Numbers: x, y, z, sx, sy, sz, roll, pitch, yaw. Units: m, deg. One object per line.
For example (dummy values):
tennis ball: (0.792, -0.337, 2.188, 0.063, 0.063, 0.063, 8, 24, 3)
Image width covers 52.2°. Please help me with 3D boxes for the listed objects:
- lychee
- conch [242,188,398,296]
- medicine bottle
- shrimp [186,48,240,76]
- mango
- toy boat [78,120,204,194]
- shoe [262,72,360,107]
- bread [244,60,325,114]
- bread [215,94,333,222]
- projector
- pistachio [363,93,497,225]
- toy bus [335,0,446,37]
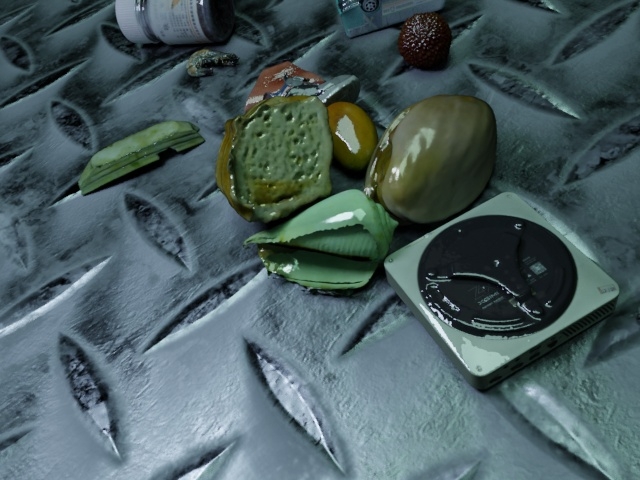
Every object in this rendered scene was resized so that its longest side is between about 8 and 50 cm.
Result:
lychee: (0.227, -0.433, 1.409, 0.123, 0.129, 0.123, 1, 81, -7)
conch: (0.010, 0.015, 1.084, 0.250, 0.143, 0.137, -31, 30, 10)
medicine bottle: (-0.376, -0.594, 1.698, 0.273, 0.165, 0.165, 3, 51, 18)
shrimp: (-0.269, -0.438, 1.624, 0.161, 0.034, 0.091, 9, 65, 31)
mango: (0.059, -0.205, 1.284, 0.111, 0.089, 0.163, -41, 60, -4)
toy boat: (-0.400, -0.190, 1.427, 0.293, 0.055, 0.093, -26, 45, -7)
shoe: (-0.032, -0.297, 1.366, 0.227, 0.099, 0.126, -28, 64, -2)
bread: (-0.080, -0.333, 1.446, 0.192, 0.067, 0.119, -15, 57, 4)
bread: (-0.083, -0.148, 1.150, 0.238, 0.196, 0.252, -29, 11, -15)
projector: (0.266, 0.059, 0.995, 0.257, 0.079, 0.259, -28, 50, -10)
pistachio: (0.199, -0.140, 1.148, 0.288, 0.197, 0.166, -51, 11, -12)
toy bus: (0.170, -0.572, 1.553, 0.261, 0.109, 0.091, -14, 49, 7)
